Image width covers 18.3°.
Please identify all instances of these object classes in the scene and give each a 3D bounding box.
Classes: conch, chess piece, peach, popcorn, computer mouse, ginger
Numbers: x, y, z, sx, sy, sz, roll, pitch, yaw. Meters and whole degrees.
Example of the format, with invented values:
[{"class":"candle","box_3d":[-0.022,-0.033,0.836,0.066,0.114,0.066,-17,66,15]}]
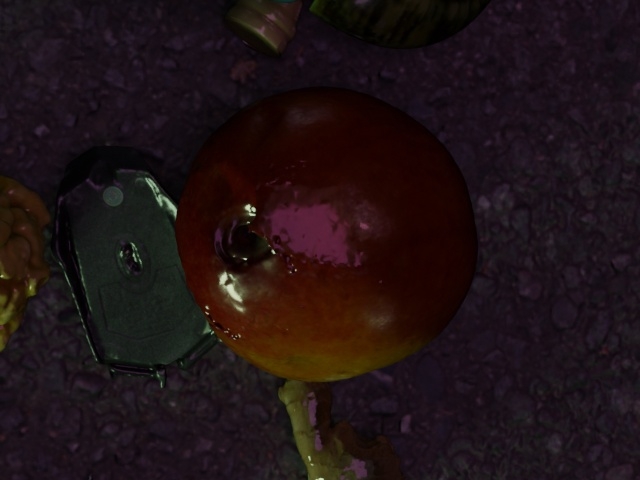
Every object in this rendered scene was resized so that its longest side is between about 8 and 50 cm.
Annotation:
[{"class":"conch","box_3d":[0.096,-0.254,1.782,0.124,0.181,0.187,39,41,16]},{"class":"chess piece","box_3d":[-0.030,-0.232,1.809,0.066,0.066,0.122,35,80,-12]},{"class":"peach","box_3d":[0.000,0.000,1.727,0.281,0.238,0.281,-29,135,-33]},{"class":"popcorn","box_3d":[-0.312,0.030,1.718,0.194,0.163,0.140,-44,117,-17]},{"class":"computer mouse","box_3d":[-0.165,0.021,1.794,0.126,0.071,0.231,-18,106,3]},{"class":"ginger","box_3d":[0.022,0.193,1.843,0.096,0.067,0.165,-15,98,11]}]

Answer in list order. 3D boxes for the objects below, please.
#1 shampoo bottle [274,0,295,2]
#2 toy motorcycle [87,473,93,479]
[{"class":"shampoo bottle","box_3d":[-0.140,-0.386,1.637,0.343,0.331,0.331,13,91,-14]},{"class":"toy motorcycle","box_3d":[-0.198,0.300,1.812,0.100,0.058,0.173,27,90,-7]}]
